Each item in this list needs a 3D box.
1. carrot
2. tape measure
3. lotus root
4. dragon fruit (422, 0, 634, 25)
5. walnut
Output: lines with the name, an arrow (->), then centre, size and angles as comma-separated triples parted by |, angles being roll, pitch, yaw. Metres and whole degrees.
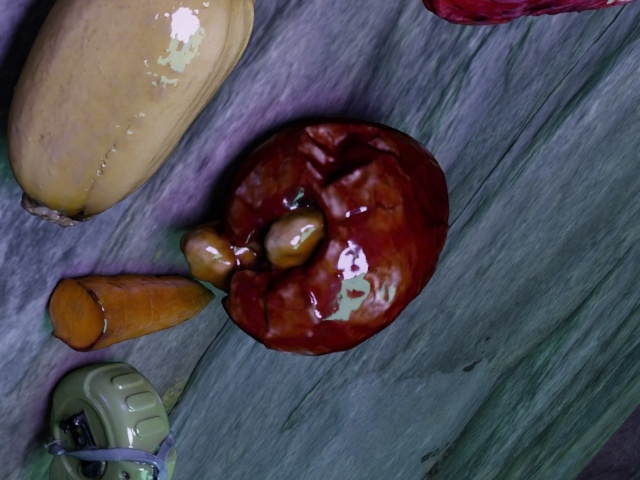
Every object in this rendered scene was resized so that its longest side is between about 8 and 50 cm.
carrot -> -0.168, 0.062, 1.483 | 0.205, 0.072, 0.072 | -6, 138, -52
tape measure -> -0.215, 0.201, 1.535 | 0.087, 0.154, 0.177 | -7, 169, -44
lotus root -> -0.144, -0.136, 1.136 | 0.303, 0.131, 0.146 | -52, 175, 24
dragon fruit -> 0.138, -0.306, 1.055 | 0.329, 0.329, 0.329 | -31, 152, -19
walnut -> 0.000, 0.000, 1.476 | 0.244, 0.222, 0.269 | -17, 174, 27
